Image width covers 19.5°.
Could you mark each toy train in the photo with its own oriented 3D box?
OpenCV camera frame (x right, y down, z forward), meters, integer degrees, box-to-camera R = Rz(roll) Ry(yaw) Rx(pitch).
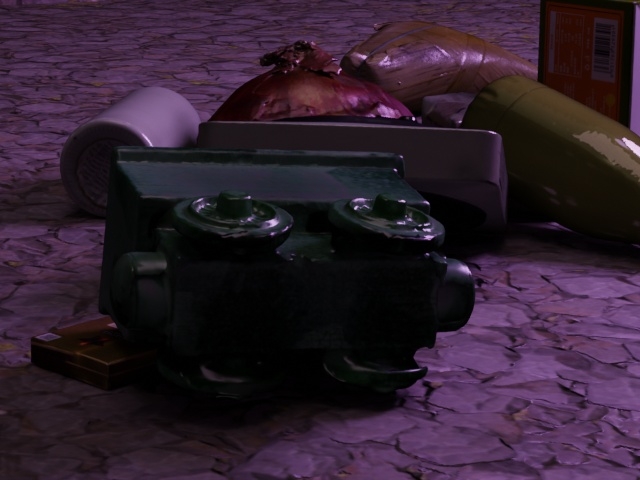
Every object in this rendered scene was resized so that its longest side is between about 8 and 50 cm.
[{"bbox_3d":[-0.027,0.021,1.334,0.266,0.145,0.202,1,19,-20],"label":"toy train"}]

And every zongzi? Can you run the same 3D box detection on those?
[{"bbox_3d":[0.162,-0.202,2.370,0.256,0.115,0.228,15,21,13],"label":"zongzi"}]

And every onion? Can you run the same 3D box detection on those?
[{"bbox_3d":[-0.010,-0.123,1.906,0.230,0.163,0.230,4,1,0],"label":"onion"}]

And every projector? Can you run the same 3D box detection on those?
[{"bbox_3d":[0.037,-0.061,1.670,0.259,0.079,0.257,2,-10,8],"label":"projector"}]

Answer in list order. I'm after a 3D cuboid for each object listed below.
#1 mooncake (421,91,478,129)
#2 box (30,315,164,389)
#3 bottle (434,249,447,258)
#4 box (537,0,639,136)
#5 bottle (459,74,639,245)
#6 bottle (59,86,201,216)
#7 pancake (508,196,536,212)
[{"bbox_3d":[0.183,-0.118,2.071,0.130,0.073,0.125,-5,18,-13],"label":"mooncake"},{"bbox_3d":[-0.138,0.077,1.397,0.090,0.023,0.133,11,18,41],"label":"box"},{"bbox_3d":[0.069,0.028,1.580,0.083,0.030,0.030,-11,18,-35],"label":"bottle"},{"bbox_3d":[0.348,-0.190,2.111,0.177,0.194,0.148,-14,20,-42],"label":"box"},{"bbox_3d":[0.252,-0.064,1.753,0.112,0.112,0.260,-12,33,-41],"label":"bottle"},{"bbox_3d":[-0.185,-0.099,1.924,0.104,0.104,0.245,3,15,9],"label":"bottle"},{"bbox_3d":[0.245,-0.065,1.927,0.236,0.042,0.222,3,15,12],"label":"pancake"}]
